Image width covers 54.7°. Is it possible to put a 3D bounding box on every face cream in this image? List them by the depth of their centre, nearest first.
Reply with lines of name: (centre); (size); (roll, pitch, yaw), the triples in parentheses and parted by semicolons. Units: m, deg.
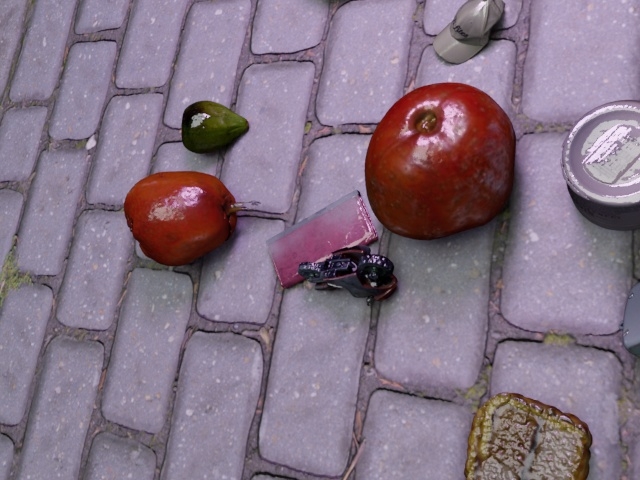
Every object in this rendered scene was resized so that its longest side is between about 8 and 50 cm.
face cream: (0.486, -0.118, 0.996); (0.177, 0.153, 0.177); (-8, 72, 26)

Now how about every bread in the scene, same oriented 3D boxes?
bread: (0.321, 0.361, 0.974); (0.181, 0.096, 0.222); (12, 83, 29)

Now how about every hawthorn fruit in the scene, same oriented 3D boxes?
hawthorn fruit: (0.208, -0.140, 1.092); (0.284, 0.284, 0.285); (-8, 72, 25)
hawthorn fruit: (-0.273, -0.060, 1.346); (0.298, 0.211, 0.211); (-13, 69, 9)

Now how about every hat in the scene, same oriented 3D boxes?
hat: (0.294, -0.441, 1.236); (0.166, 0.081, 0.122); (-34, 60, 26)

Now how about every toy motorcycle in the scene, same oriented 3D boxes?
toy motorcycle: (0.060, 0.068, 1.194); (0.213, 0.122, 0.082); (-6, 49, 38)

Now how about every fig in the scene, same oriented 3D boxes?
fig: (-0.248, -0.268, 1.452); (0.156, 0.123, 0.123); (-4, 69, -14)

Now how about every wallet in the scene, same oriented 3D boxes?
wallet: (0.000, 0.000, 1.282); (0.232, 0.025, 0.119); (-29, 64, 17)

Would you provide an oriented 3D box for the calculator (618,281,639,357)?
calculator: (0.534, 0.086, 0.891); (0.246, 0.045, 0.141); (-42, 15, 51)
